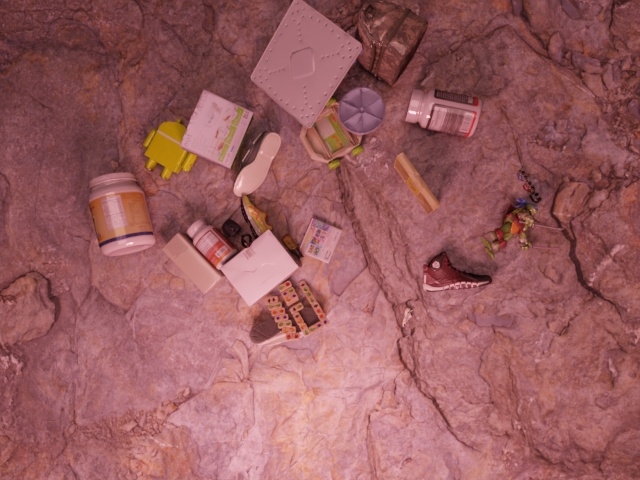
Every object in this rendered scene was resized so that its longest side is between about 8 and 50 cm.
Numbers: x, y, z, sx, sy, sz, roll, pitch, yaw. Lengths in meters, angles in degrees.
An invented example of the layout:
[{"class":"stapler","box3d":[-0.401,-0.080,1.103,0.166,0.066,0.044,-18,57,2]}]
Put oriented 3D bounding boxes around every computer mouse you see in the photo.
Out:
[{"class":"computer mouse","box3d":[-0.357,-0.033,1.884,0.071,0.041,0.242,-45,42,-12]}]

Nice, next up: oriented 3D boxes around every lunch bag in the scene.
[{"class":"lunch bag","box3d":[0.258,-0.814,1.817,0.255,0.305,0.213,36,88,2]}]

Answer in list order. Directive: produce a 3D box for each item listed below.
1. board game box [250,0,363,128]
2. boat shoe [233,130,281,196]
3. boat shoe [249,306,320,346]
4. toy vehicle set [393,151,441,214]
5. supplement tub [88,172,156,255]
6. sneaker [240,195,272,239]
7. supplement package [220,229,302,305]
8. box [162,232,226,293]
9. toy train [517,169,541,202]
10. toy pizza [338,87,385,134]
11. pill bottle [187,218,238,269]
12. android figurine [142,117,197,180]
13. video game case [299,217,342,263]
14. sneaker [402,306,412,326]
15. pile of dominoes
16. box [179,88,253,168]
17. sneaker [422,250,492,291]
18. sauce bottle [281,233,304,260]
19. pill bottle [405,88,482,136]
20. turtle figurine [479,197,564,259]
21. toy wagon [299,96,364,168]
[{"class":"board game box","box3d":[-0.065,-0.736,1.863,0.390,0.050,0.390,44,112,18]},{"class":"boat shoe","box3d":[-0.289,-0.340,1.954,0.320,0.116,0.099,-57,41,7]},{"class":"boat shoe","box3d":[-0.138,0.374,1.896,0.319,0.103,0.118,-21,59,-1]},{"class":"toy vehicle set","box3d":[0.395,-0.231,1.840,0.035,0.166,0.267,-34,85,3]},{"class":"supplement tub","box3d":[-0.853,-0.110,1.906,0.228,0.228,0.317,-16,86,4]},{"class":"sneaker","box3d":[-0.281,-0.108,1.941,0.094,0.081,0.209,-24,80,-20]},{"class":"supplement package","box3d":[-0.247,0.114,1.886,0.261,0.145,0.204,-39,85,1]},{"class":"box","box3d":[-0.547,0.097,1.937,0.113,0.094,0.275,-44,85,2]},{"class":"toy train","box3d":[0.874,-0.227,1.872,0.036,0.027,0.159,-31,86,13]},{"class":"toy pizza","box3d":[0.174,-0.543,1.875,0.201,0.032,0.202,0,87,5]},{"class":"pill bottle","box3d":[-0.469,0.013,1.922,0.216,0.121,0.121,45,91,6]},{"class":"android figurine","box3d":[-0.670,-0.415,1.992,0.248,0.056,0.273,28,90,6]},{"class":"video game case","box3d":[0.000,0.000,1.935,0.143,0.019,0.158,23,90,6]},{"class":"sneaker","box3d":[0.369,0.327,1.882,0.036,0.032,0.084,13,89,5]},{"class":"pile of dominoes","box3d":[-0.106,0.287,1.857,0.195,0.040,0.251,-29,59,-9]},{"class":"box","box3d":[-0.443,-0.470,1.913,0.230,0.127,0.262,22,89,-10]},{"class":"sneaker","box3d":[0.559,0.121,1.842,0.280,0.106,0.163,-6,84,5]},{"class":"sauce bottle","box3d":[-0.117,0.030,1.923,0.042,0.042,0.128,-42,76,2]},{"class":"pill bottle","box3d":[0.506,-0.535,1.849,0.282,0.161,0.162,13,88,5]},{"class":"turtle figurine","box3d":[0.801,-0.016,1.783,0.266,0.198,0.275,-35,81,6]},{"class":"toy wagon","box3d":[0.086,-0.482,1.928,0.344,0.068,0.268,-29,86,2]}]
